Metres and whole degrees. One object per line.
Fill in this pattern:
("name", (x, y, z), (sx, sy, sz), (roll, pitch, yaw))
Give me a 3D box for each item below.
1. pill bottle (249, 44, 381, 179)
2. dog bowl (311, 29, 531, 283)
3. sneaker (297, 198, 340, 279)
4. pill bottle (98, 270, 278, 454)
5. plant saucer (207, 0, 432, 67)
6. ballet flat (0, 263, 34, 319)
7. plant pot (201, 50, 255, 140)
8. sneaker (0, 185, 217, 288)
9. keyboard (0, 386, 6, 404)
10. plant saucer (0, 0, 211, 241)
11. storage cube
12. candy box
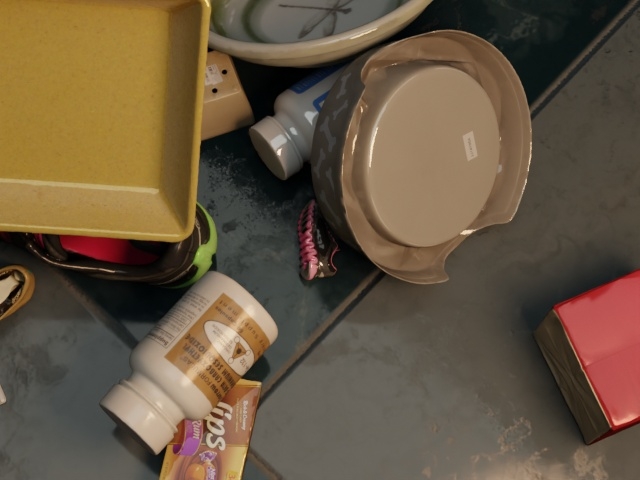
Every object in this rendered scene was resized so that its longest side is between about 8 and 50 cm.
("pill bottle", (0.011, -0.185, 1.913), (0.221, 0.124, 0.124), (-34, 78, -14))
("dog bowl", (0.135, -0.119, 1.822), (0.349, 0.102, 0.348), (-11, 108, -37))
("sneaker", (0.000, 0.000, 1.901), (0.057, 0.047, 0.119), (4, 75, -20))
("pill bottle", (-0.175, 0.162, 1.732), (0.131, 0.131, 0.229), (40, 73, 8))
("plant saucer", (0.001, -0.348, 1.920), (0.401, 0.100, 0.400), (-9, 38, 8))
("ballet flat", (-0.489, 0.108, 1.800), (0.232, 0.073, 0.080), (-44, 93, -17))
("plant pot", (-0.162, -0.219, 1.924), (0.109, 0.096, 0.109), (-19, 75, -9))
("sneaker", (-0.375, -0.061, 1.791), (0.483, 0.202, 0.185), (13, 89, 0))
("keyboard", (-0.560, 0.239, 1.794), (0.256, 0.014, 0.072), (-23, 71, -12))
("plant saucer", (-0.310, -0.170, 1.614), (0.333, 0.332, 0.081), (4, 28, -7))
("storage cube", (0.424, 0.150, 1.798), (0.193, 0.215, 0.183), (-23, 76, -5))
("candy box", (-0.151, 0.274, 1.792), (0.109, 0.053, 0.186), (12, 73, 1))
